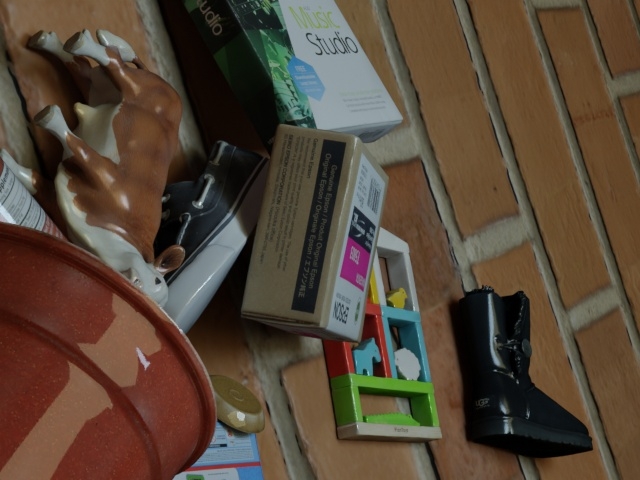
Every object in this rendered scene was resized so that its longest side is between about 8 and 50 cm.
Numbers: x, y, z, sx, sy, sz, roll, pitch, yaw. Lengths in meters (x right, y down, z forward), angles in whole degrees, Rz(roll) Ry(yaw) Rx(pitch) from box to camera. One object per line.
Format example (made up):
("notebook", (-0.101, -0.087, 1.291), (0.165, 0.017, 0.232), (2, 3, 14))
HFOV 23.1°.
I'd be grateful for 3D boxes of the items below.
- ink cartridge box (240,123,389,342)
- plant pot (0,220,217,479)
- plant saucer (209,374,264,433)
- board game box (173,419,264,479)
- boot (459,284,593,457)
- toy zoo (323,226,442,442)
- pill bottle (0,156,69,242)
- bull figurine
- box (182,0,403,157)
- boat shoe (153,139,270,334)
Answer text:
("ink cartridge box", (0.000, 0.000, 1.601), (0.234, 0.088, 0.193), (34, 65, -78))
("plant pot", (-0.251, 0.172, 1.093), (0.272, 0.272, 0.265), (56, 43, -26))
("plant saucer", (-0.086, 0.157, 1.535), (0.083, 0.015, 0.083), (32, 17, -11))
("board game box", (-0.102, 0.276, 1.470), (0.160, 0.039, 0.212), (8, 67, -57))
("boot", (0.276, 0.176, 2.080), (0.246, 0.094, 0.207), (20, 62, -46))
("toy zoo", (0.061, 0.090, 1.840), (0.192, 0.030, 0.293), (12, 64, -56))
("pill bottle", (-0.282, -0.004, 1.243), (0.216, 0.121, 0.121), (54, 35, -27))
("bull figurine", (-0.199, -0.066, 1.419), (0.188, 0.101, 0.310), (48, 28, -32))
("box", (-0.055, -0.247, 1.731), (0.322, 0.058, 0.232), (59, 29, 9))
("boat shoe", (-0.125, -0.009, 1.525), (0.102, 0.108, 0.301), (31, 38, -1))
